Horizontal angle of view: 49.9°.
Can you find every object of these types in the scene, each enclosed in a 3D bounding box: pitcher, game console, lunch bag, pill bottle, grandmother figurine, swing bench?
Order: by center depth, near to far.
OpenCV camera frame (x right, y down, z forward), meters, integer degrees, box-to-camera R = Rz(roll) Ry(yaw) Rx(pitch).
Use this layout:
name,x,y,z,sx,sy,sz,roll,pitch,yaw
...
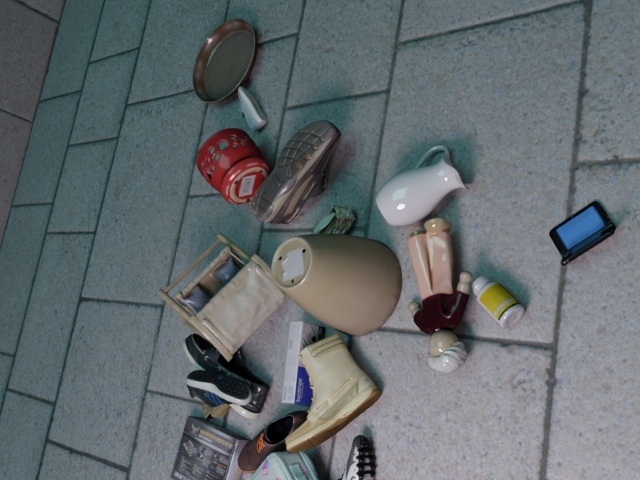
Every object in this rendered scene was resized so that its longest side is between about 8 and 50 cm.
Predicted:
name,x,y,z,sx,sy,sz,roll,pitch,yaw
game console,0.531,-0.016,1.408,0.122,0.107,0.071,-39,82,25
pill bottle,0.380,0.130,1.489,0.065,0.065,0.116,-52,50,15
grandmother figurine,0.264,0.134,1.563,0.208,0.103,0.343,129,141,-57
lunch bag,-0.063,0.654,1.634,0.224,0.107,0.279,-58,46,30
pitcher,0.240,-0.138,1.683,0.207,0.125,0.178,-30,36,18
swing bench,-0.266,0.152,1.916,0.253,0.165,0.254,-46,43,-17

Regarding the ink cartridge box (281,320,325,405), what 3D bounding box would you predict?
name,x,y,z,sx,sy,sz,roll,pitch,yaw
ink cartridge box,-0.042,0.317,1.769,0.046,0.097,0.207,-7,70,39

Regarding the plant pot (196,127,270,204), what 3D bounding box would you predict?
name,x,y,z,sx,sy,sz,roll,pitch,yaw
plant pot,-0.253,-0.218,2.085,0.191,0.191,0.174,-51,58,15

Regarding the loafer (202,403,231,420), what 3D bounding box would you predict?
name,x,y,z,sx,sy,sz,roll,pitch,yaw
loafer,-0.282,0.476,1.954,0.148,0.056,0.050,-31,57,42

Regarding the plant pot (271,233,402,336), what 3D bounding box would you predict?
name,x,y,z,sx,sy,sz,roll,pitch,yaw
plant pot,0.019,0.085,1.677,0.256,0.274,0.257,-15,66,36

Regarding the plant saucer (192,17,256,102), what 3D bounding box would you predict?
name,x,y,z,sx,sy,sz,roll,pitch,yaw
plant saucer,-0.323,-0.612,2.372,0.310,0.050,0.311,-16,64,37

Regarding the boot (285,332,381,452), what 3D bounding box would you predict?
name,x,y,z,sx,sy,sz,roll,pitch,yaw
boot,-0.010,0.370,1.676,0.262,0.095,0.203,-38,63,4

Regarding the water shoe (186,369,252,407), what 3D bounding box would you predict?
name,x,y,z,sx,sy,sz,roll,pitch,yaw
water shoe,-0.265,0.404,1.825,0.203,0.073,0.080,15,121,28

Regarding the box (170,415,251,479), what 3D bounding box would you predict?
name,x,y,z,sx,sy,sz,roll,pitch,yaw
box,-0.310,0.614,1.925,0.231,0.056,0.183,8,79,42

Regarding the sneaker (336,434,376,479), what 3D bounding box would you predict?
name,x,y,z,sx,sy,sz,roll,pitch,yaw
sneaker,0.069,0.572,1.596,0.106,0.078,0.235,-10,71,36

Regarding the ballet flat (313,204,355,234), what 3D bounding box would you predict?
name,x,y,z,sx,sy,sz,roll,pitch,yaw
ballet flat,0.000,0.000,1.857,0.241,0.077,0.091,-57,41,11

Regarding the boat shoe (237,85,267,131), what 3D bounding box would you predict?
name,x,y,z,sx,sy,sz,roll,pitch,yaw
boat shoe,-0.232,-0.424,2.223,0.063,0.066,0.184,-43,61,21

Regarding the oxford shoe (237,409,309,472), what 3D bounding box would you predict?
name,x,y,z,sx,sy,sz,roll,pitch,yaw
oxford shoe,-0.133,0.514,1.775,0.271,0.098,0.097,-41,53,21

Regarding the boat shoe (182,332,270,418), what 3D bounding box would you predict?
name,x,y,z,sx,sy,sz,roll,pitch,yaw
boat shoe,-0.260,0.348,1.929,0.340,0.127,0.113,41,101,40

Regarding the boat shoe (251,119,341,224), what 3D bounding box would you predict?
name,x,y,z,sx,sy,sz,roll,pitch,yaw
boat shoe,-0.053,-0.186,1.936,0.355,0.130,0.132,-48,47,26
